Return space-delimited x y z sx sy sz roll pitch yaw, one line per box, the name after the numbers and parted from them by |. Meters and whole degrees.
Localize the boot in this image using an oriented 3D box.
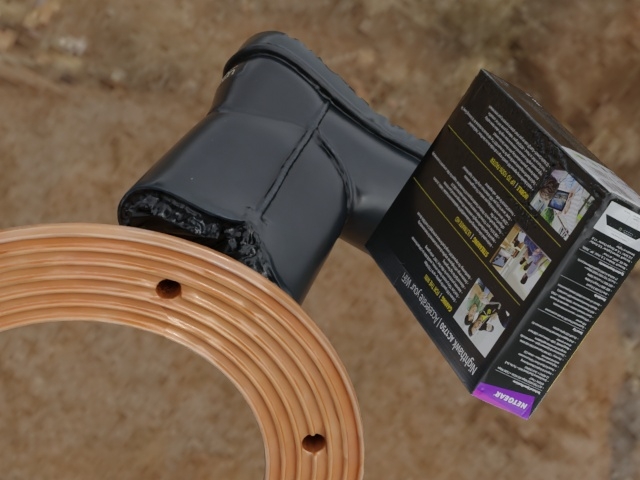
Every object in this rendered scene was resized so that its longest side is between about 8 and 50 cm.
0.000 0.000 1.145 0.246 0.094 0.207 40 44 -12 | boot

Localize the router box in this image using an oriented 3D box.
0.103 -0.003 0.992 0.046 0.133 0.179 25 16 -29 | router box

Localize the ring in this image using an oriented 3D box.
-0.142 0.128 1.021 0.337 0.336 0.032 20 30 -18 | ring
